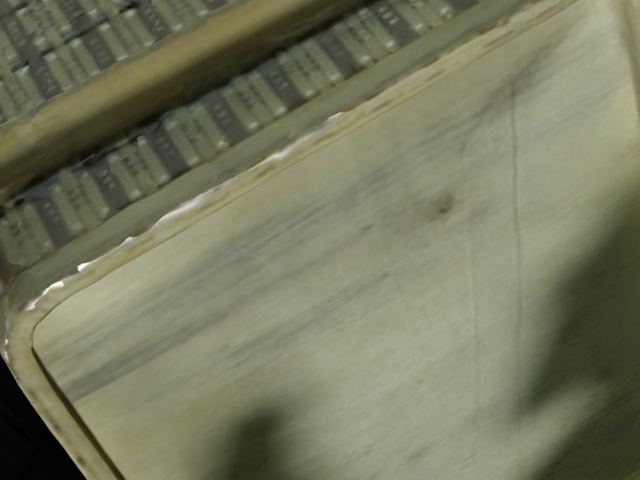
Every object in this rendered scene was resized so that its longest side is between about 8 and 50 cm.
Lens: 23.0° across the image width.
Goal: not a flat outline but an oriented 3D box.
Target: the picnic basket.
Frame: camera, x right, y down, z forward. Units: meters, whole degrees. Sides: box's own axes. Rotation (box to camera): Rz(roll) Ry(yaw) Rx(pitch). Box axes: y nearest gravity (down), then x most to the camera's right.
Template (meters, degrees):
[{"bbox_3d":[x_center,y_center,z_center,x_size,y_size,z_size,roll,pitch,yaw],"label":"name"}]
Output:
[{"bbox_3d":[0.000,0.000,0.584,0.228,0.313,0.175,-30,-130,-6],"label":"picnic basket"}]
